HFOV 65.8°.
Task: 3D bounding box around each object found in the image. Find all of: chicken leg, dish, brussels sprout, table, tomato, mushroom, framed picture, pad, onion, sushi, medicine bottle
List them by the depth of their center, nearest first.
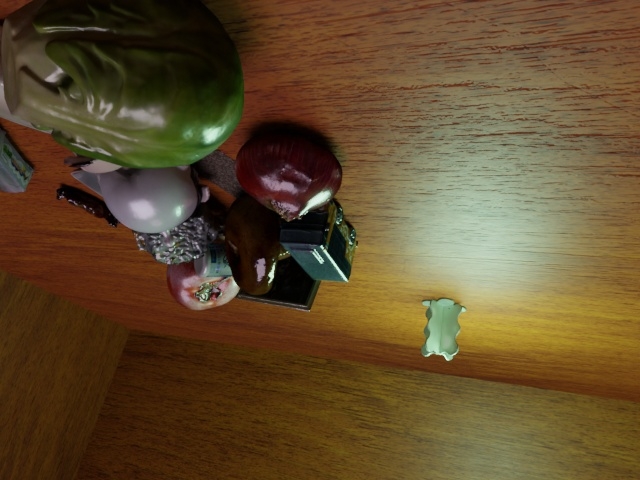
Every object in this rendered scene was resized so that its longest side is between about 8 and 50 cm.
[{"bbox_3d":[-0.308,-0.259,0.791,0.354,0.289,0.281,-5,165,-26],"label":"brussels sprout"},{"bbox_3d":[-0.071,-0.145,1.125,0.248,0.161,0.248,-2,140,-1],"label":"onion"},{"bbox_3d":[-0.230,-0.162,1.339,0.158,0.003,0.235,-12,146,44],"label":"pad"},{"bbox_3d":[-0.163,0.001,1.387,0.267,0.254,0.267,56,172,12],"label":"mushroom"},{"bbox_3d":[-0.585,-0.163,1.447,0.154,0.064,0.234,0,152,28],"label":"dish"},{"bbox_3d":[-0.403,-0.035,1.448,0.274,0.184,0.139,-18,127,-12],"label":"sushi"},{"bbox_3d":[-0.104,0.092,1.524,0.232,0.296,0.019,7,128,11],"label":"framed picture"},{"bbox_3d":[-0.297,0.063,1.578,0.191,0.107,0.107,1,166,-34],"label":"medicine bottle"},{"bbox_3d":[-0.780,-0.109,1.691,0.106,0.051,0.253,5,157,33],"label":"chicken leg"},{"bbox_3d":[-0.403,0.106,1.734,0.270,0.227,0.270,-13,133,-15],"label":"tomato"},{"bbox_3d":[0.452,0.335,1.848,0.166,0.198,0.166,11,156,5],"label":"table"}]

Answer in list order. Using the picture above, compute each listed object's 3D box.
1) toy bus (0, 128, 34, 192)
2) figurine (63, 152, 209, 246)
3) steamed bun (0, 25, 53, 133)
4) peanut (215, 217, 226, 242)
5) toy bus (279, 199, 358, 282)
[{"bbox_3d":[-0.940,-0.247,1.398,0.138,0.112,0.317,11,158,-5],"label":"toy bus"},{"bbox_3d":[-0.456,-0.156,1.211,0.253,0.211,0.361,4,154,20],"label":"figurine"},{"bbox_3d":[-0.589,-0.321,0.991,0.241,0.146,0.164,19,158,-9],"label":"steamed bun"},{"bbox_3d":[-0.325,-0.033,1.579,0.187,0.082,0.082,-2,152,28],"label":"peanut"},{"bbox_3d":[0.000,0.000,1.378,0.138,0.167,0.275,3,154,22],"label":"toy bus"}]
